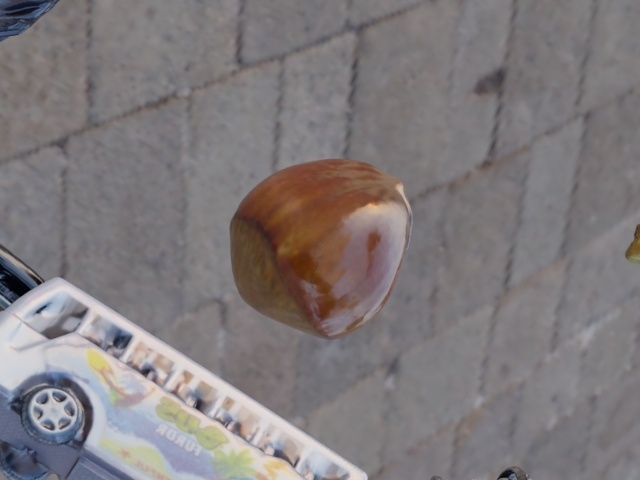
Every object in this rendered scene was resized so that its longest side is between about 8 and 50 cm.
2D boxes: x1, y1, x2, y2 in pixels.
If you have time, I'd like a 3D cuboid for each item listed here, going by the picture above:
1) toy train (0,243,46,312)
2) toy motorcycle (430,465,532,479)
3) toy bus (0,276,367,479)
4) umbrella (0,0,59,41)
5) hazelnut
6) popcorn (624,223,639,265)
[{"bbox_3d":[-0.275,0.038,1.368,0.207,0.047,0.043,46,55,-36],"label":"toy train"},{"bbox_3d":[0.154,0.315,1.601,0.074,0.228,0.151,14,65,-21],"label":"toy motorcycle"},{"bbox_3d":[-0.126,0.160,1.211,0.136,0.329,0.109,-60,-176,-37],"label":"toy bus"},{"bbox_3d":[-0.236,-0.107,0.815,0.071,0.248,0.071,44,34,-42],"label":"umbrella"},{"bbox_3d":[0.000,0.000,1.485,0.182,0.182,0.182,-33,138,-36],"label":"hazelnut"},{"bbox_3d":[0.339,-0.006,1.242,0.170,0.180,0.180,40,78,-21],"label":"popcorn"}]
